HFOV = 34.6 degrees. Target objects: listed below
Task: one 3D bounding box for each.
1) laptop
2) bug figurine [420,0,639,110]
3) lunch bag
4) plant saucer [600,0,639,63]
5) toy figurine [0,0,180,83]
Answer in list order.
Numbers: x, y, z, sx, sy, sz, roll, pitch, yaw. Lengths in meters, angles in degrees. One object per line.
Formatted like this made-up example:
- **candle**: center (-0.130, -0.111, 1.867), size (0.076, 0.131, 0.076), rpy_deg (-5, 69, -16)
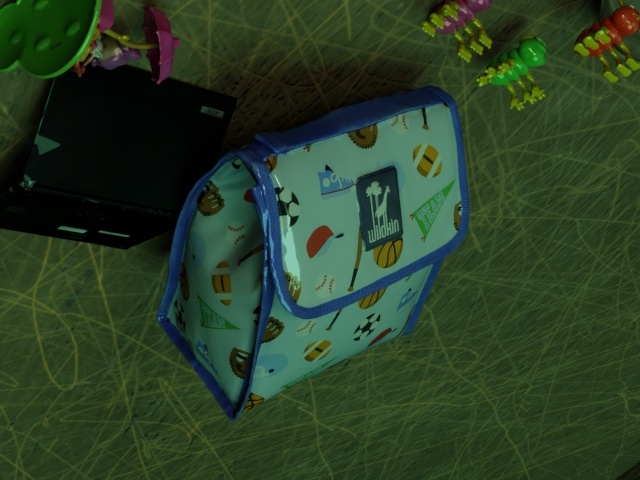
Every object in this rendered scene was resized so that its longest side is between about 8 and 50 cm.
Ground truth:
- **laptop**: center (-0.270, -0.096, 1.255), size (0.234, 0.137, 0.264), rpy_deg (12, 159, -38)
- **bug figurine**: center (0.247, -0.268, 1.213), size (0.216, 0.072, 0.279), rpy_deg (-28, 137, 34)
- **lunch bag**: center (0.000, 0.000, 1.293), size (0.327, 0.239, 0.386), rpy_deg (-22, 145, -36)
- **plant saucer**: center (0.483, -0.350, 1.281), size (0.310, 0.050, 0.311), rpy_deg (-15, 145, -11)
- **toy figurine**: center (-0.228, -0.204, 1.063), size (0.173, 0.130, 0.159), rpy_deg (-17, 162, 34)
